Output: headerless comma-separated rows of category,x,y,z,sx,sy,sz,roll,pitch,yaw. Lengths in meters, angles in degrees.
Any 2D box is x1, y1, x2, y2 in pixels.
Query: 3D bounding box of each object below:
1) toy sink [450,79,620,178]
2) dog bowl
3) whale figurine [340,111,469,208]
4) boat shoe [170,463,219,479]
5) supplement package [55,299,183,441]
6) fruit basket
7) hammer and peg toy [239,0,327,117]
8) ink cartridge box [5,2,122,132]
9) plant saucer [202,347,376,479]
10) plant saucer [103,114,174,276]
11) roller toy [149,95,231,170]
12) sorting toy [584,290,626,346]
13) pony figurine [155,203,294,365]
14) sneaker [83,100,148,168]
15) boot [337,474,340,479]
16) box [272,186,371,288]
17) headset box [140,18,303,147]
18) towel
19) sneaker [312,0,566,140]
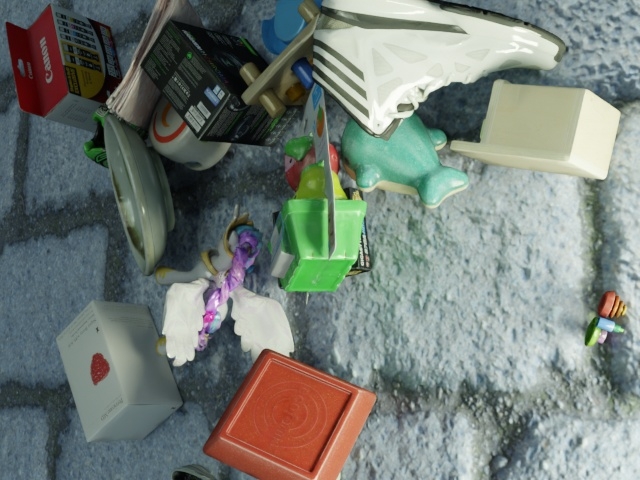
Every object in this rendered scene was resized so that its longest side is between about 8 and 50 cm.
toy sink,0.367,-0.195,1.463,0.234,0.152,0.131,12,90,42
dog bowl,-0.042,-0.552,1.920,0.165,0.074,0.298,1,83,40
whale figurine,0.154,-0.168,1.605,0.272,0.216,0.141,41,153,41
boat shoe,-0.250,0.566,1.886,0.227,0.081,0.079,19,94,41
supplement package,-0.493,0.318,2.072,0.177,0.175,0.293,-42,58,25
fruit basket,-0.029,-0.088,1.638,0.327,0.165,0.353,119,142,-65
hammer and peg toy,0.017,-0.401,1.721,0.361,0.266,0.127,-41,78,28
ink cartridge box,-0.689,-0.472,2.316,0.130,0.271,0.310,-33,63,31
plant saucer,-0.057,0.342,1.635,0.259,0.048,0.258,21,55,16
plant saucer,-0.433,-0.117,2.079,0.400,0.100,0.401,165,90,-71
roller toy,-0.302,-0.274,2.040,0.191,0.146,0.209,-38,51,24
sorting toy,0.470,0.134,1.389,0.042,0.061,0.102,20,105,6
pony figurine,-0.242,0.136,1.865,0.363,0.302,0.351,-35,51,47
sneaker,-0.498,-0.337,2.215,0.134,0.146,0.344,37,105,38
boot,-0.047,0.379,1.689,0.088,0.176,0.245,-20,69,37
box,0.000,0.000,1.799,0.220,0.051,0.175,-16,73,37
headset box,-0.207,-0.339,1.880,0.131,0.283,0.246,-49,66,25
towel,-0.381,-0.417,2.010,0.053,0.332,0.317,28,90,2
sneaker,0.197,-0.299,1.527,0.169,0.447,0.258,-95,15,-71
